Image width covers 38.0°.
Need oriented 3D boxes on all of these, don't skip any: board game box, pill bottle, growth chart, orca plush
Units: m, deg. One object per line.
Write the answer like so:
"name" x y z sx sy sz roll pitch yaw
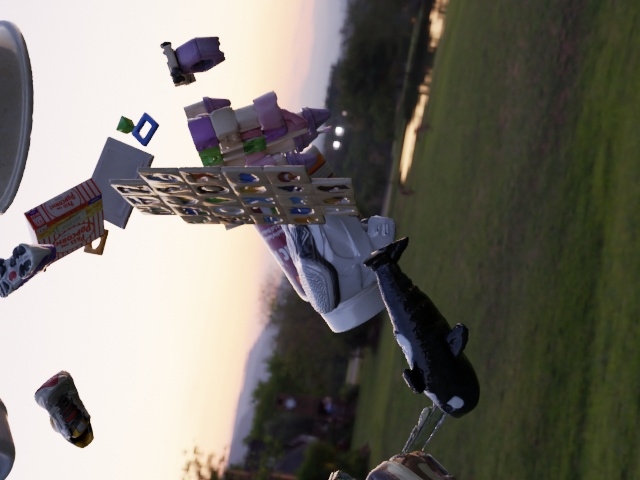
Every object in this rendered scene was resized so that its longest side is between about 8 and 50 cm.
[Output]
"board game box" -0.506 -0.033 1.852 0.045 0.146 0.193 53 158 14
"pill bottle" 0.000 0.000 2.124 0.392 0.224 0.224 56 -174 -8
"growth chart" 0.169 0.332 1.579 0.237 0.021 0.172 -55 -22 -7
"orca plush" 0.181 0.128 1.389 0.151 0.102 0.287 -14 -96 -53

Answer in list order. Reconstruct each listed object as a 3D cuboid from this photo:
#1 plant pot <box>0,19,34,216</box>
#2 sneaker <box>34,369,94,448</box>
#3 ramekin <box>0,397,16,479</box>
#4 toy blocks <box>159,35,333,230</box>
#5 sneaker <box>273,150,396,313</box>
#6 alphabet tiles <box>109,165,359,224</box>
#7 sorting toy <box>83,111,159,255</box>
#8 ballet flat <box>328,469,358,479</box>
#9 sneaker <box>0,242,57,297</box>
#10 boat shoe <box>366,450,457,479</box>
"plant pot" -0.663 -0.209 1.474 0.333 0.305 0.334 -5 84 53
"sneaker" -0.512 0.347 1.902 0.088 0.092 0.225 -41 -31 -24
"ramekin" -0.709 0.415 1.767 0.127 0.272 0.273 52 153 26
"toy blocks" -0.104 -0.213 1.686 0.288 0.260 0.309 93 157 -80
"sneaker" 0.027 -0.048 1.928 0.137 0.210 0.366 177 73 -78
"alphabet tiles" -0.117 -0.062 1.359 0.285 0.342 0.011 66 -155 -75
"sorting toy" -0.458 -0.129 2.122 0.047 0.196 0.348 22 -89 -49
"ballet flat" 0.025 0.394 1.384 0.188 0.070 0.070 -31 -48 -73
"sneaker" -0.497 0.050 1.563 0.170 0.071 0.068 -23 81 42
"boat shoe" 0.168 0.322 0.998 0.095 0.257 0.095 -21 -33 -44
